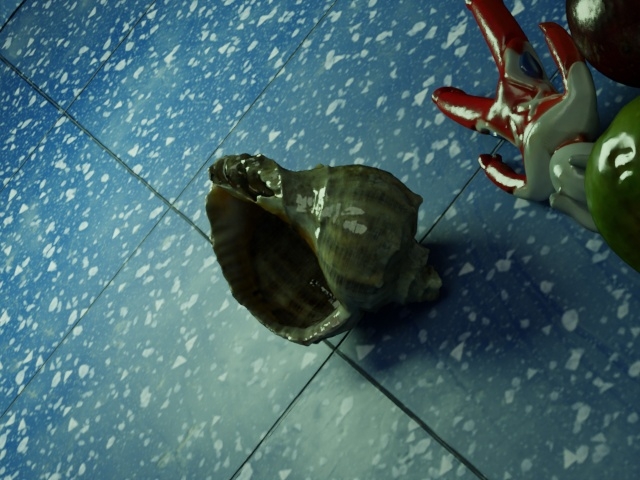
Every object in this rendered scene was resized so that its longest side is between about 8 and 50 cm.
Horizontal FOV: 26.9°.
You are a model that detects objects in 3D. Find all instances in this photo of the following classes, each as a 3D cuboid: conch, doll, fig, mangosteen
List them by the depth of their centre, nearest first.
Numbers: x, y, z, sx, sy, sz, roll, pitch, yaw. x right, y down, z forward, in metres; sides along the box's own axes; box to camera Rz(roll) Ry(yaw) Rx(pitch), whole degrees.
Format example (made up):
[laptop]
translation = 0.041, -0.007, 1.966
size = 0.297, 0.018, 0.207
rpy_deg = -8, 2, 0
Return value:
[fig]
translation = 0.380, -0.079, 1.208
size = 0.275, 0.206, 0.206
rpy_deg = -35, 27, -29
[mangosteen]
translation = 0.334, -0.279, 1.335
size = 0.215, 0.257, 0.215
rpy_deg = -28, 29, 17
[doll]
translation = 0.234, -0.131, 1.441
size = 0.384, 0.099, 0.188
rpy_deg = -118, 40, -52
[conch]
translation = 0.012, -0.003, 1.520
size = 0.291, 0.159, 0.210
rpy_deg = 36, 126, 24
